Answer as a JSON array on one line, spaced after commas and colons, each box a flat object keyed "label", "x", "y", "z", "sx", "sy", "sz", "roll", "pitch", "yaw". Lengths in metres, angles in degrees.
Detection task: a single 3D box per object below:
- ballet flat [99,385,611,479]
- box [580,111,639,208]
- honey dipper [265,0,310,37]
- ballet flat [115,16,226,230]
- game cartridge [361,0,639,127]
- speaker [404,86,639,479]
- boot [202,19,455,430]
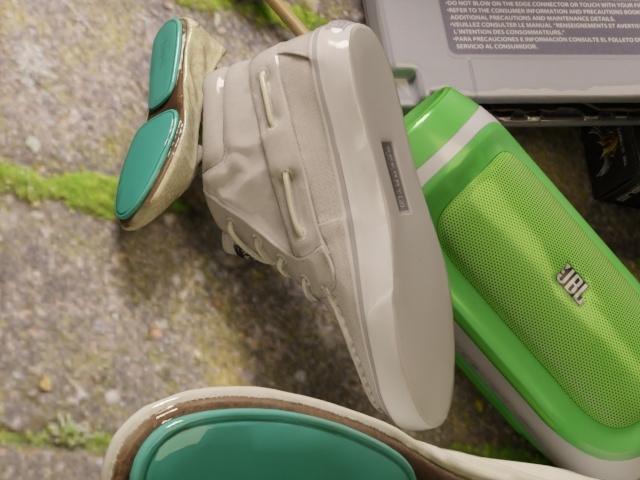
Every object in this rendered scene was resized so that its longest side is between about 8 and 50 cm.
[{"label": "ballet flat", "x": 0.036, "y": 0.169, "z": 0.962, "sx": 0.400, "sy": 0.139, "sz": 0.139, "roll": 14, "pitch": 60, "yaw": -28}, {"label": "box", "x": 0.290, "y": -0.134, "z": 1.328, "sx": 0.183, "sy": 0.056, "sz": 0.231, "roll": 7, "pitch": 64, "yaw": -33}, {"label": "honey dipper", "x": -0.014, "y": -0.149, "z": 1.146, "sx": 0.161, "sy": 0.030, "sz": 0.030, "roll": 48, "pitch": 50, "yaw": -10}, {"label": "ballet flat", "x": -0.089, "y": -0.072, "z": 1.039, "sx": 0.052, "sy": 0.057, "sz": 0.168, "roll": 31, "pitch": 53, "yaw": -31}, {"label": "game cartridge", "x": 0.172, "y": -0.182, "z": 1.227, "sx": 0.294, "sy": 0.060, "sz": 0.196, "roll": -1, "pitch": 71, "yaw": -17}, {"label": "speaker", "x": 0.143, "y": 0.040, "z": 1.096, "sx": 0.296, "sy": 0.131, "sz": 0.131, "roll": 48, "pitch": 50, "yaw": -5}, {"label": "boot", "x": 0.000, "y": 0.000, "z": 1.010, "sx": 0.095, "sy": 0.123, "sz": 0.258, "roll": 7, "pitch": 69, "yaw": -62}]
